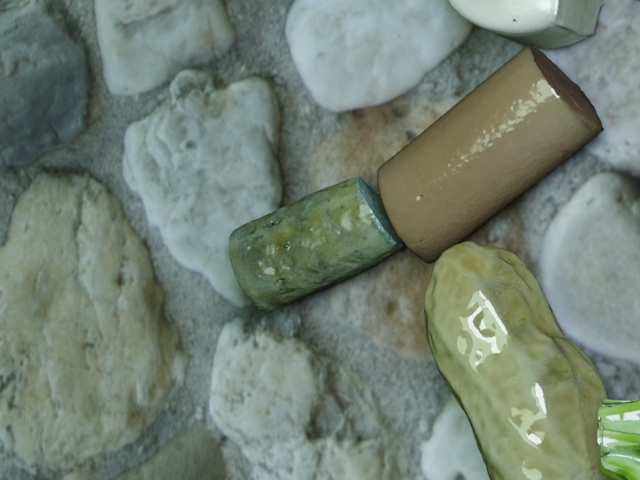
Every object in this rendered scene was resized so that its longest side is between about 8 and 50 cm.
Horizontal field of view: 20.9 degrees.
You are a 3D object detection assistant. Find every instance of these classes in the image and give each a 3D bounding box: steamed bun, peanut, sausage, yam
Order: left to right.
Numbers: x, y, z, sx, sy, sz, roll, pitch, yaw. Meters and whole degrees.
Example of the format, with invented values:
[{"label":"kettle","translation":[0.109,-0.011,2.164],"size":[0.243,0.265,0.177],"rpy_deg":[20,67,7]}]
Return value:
[{"label":"yam","translation":[0.000,0.000,1.946],"size":[0.194,0.107,0.107],"rpy_deg":[-25,71,28]},{"label":"sausage","translation":[0.168,-0.087,1.836],"size":[0.253,0.123,0.123],"rpy_deg":[-40,65,22]},{"label":"peanut","translation":[0.204,0.139,1.768],"size":[0.152,0.152,0.313],"rpy_deg":[-36,64,24]},{"label":"steamed bun","translation":[0.213,-0.329,1.823],"size":[0.164,0.146,0.241],"rpy_deg":[8,90,31]}]

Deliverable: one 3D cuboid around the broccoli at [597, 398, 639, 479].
[{"label":"broccoli","translation":[0.350,0.204,1.637],"size":[0.176,0.198,0.226],"rpy_deg":[-14,88,-2]}]
